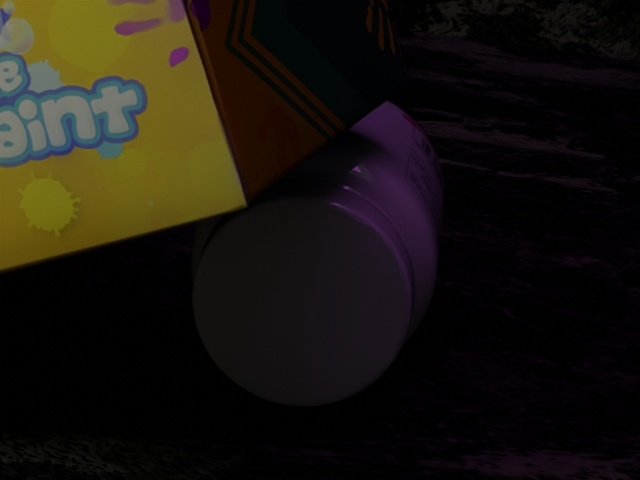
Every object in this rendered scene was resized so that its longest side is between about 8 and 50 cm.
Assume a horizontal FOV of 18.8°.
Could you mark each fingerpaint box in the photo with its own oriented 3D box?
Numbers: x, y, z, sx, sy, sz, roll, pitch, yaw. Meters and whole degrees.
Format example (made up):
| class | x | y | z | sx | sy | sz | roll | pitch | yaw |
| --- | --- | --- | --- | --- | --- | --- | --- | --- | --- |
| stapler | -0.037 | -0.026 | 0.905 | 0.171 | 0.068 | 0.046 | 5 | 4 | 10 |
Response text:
| class | x | y | z | sx | sy | sz | roll | pitch | yaw |
| --- | --- | --- | --- | --- | --- | --- | --- | --- | --- |
| fingerpaint box | -0.208 | -0.075 | 1.141 | 0.445 | 0.163 | 0.371 | -14 | 9 | 17 |

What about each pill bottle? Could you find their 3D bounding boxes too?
| class | x | y | z | sx | sy | sz | roll | pitch | yaw |
| --- | --- | --- | --- | --- | --- | --- | --- | --- | --- |
| pill bottle | 0.000 | 0.000 | 1.294 | 0.160 | 0.160 | 0.283 | 10 | 16 | 3 |
